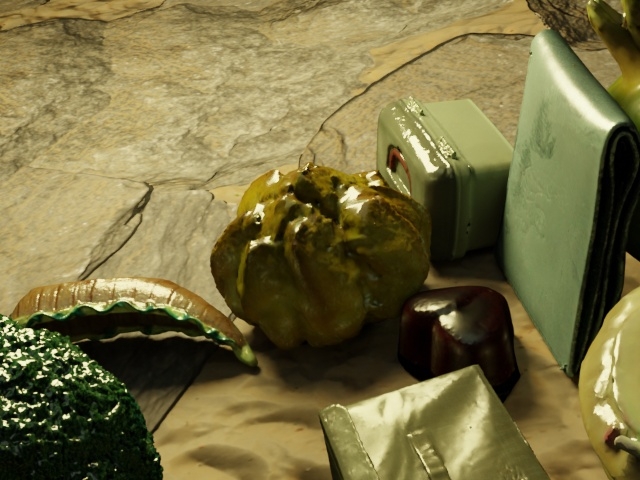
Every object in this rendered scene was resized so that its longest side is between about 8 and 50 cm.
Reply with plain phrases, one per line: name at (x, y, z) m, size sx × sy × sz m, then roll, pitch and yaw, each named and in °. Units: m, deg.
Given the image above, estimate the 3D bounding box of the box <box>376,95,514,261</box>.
box at (0.155, -0.082, 1.386) m, size 0.129 × 0.147 × 0.210 m, roll -9°, pitch 35°, yaw -12°

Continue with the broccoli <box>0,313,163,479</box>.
broccoli at (-0.287, 0.207, 1.009) m, size 0.297 × 0.297 × 0.297 m, roll -31°, pitch 29°, yaw 18°

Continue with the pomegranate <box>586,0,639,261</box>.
pomegranate at (0.373, -0.102, 1.187) m, size 0.216 × 0.358 × 0.310 m, roll -37°, pitch 14°, yaw -2°

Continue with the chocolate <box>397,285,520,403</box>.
chocolate at (0.154, 0.096, 1.175) m, size 0.125 × 0.080 × 0.149 m, roll -26°, pitch 35°, yaw -21°

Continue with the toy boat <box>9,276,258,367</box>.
toy boat at (-0.211, 0.091, 1.275) m, size 0.293 × 0.108 × 0.099 m, roll 1°, pitch 69°, yaw 8°

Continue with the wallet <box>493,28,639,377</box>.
wallet at (0.250, -0.043, 1.171) m, size 0.054 × 0.290 × 0.251 m, roll -2°, pitch 32°, yaw -9°

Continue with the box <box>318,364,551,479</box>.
box at (0.105, 0.236, 0.909) m, size 0.149 × 0.155 × 0.231 m, roll -16°, pitch 33°, yaw -8°

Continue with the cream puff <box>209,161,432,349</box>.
cream puff at (0.000, 0.012, 1.274) m, size 0.244 × 0.196 × 0.244 m, roll -35°, pitch 18°, yaw 13°

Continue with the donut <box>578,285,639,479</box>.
donut at (0.395, 0.136, 0.972) m, size 0.371 × 0.150 × 0.307 m, roll -17°, pitch 41°, yaw -12°
